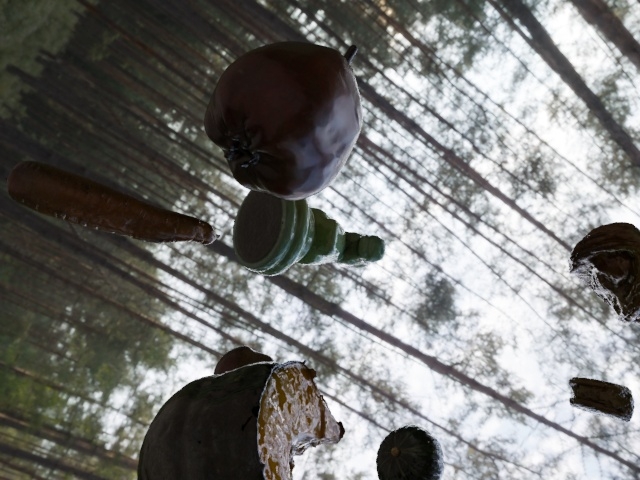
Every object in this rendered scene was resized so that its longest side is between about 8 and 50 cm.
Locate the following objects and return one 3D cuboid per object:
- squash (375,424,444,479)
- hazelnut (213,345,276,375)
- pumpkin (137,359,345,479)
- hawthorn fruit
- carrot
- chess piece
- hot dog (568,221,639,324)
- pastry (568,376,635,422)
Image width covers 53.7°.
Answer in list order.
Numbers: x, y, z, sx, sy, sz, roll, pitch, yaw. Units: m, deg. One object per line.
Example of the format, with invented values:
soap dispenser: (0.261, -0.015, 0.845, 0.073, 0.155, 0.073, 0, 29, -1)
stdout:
squash: (0.267, 0.658, 1.881, 0.218, 0.172, 0.218, -43, -152, 30)
hazelnut: (-0.151, 0.297, 1.307, 0.143, 0.154, 0.143, -49, 171, -10)
pumpkin: (-0.103, 0.323, 0.870, 0.225, 0.256, 0.303, -28, -144, 20)
hawthorn fruit: (-0.027, -0.180, 0.852, 0.248, 0.208, 0.208, -42, -159, -23)
carrot: (-0.234, -0.034, 0.731, 0.059, 0.247, 0.059, -162, -90, -71)
chess piece: (0.000, 0.000, 1.175, 0.175, 0.298, 0.176, -18, -115, 45)
hot dog: (0.542, 0.064, 1.156, 0.114, 0.259, 0.175, -41, -120, 3)
pastry: (0.448, 0.253, 1.013, 0.109, 0.097, 0.057, -4, -110, 55)
